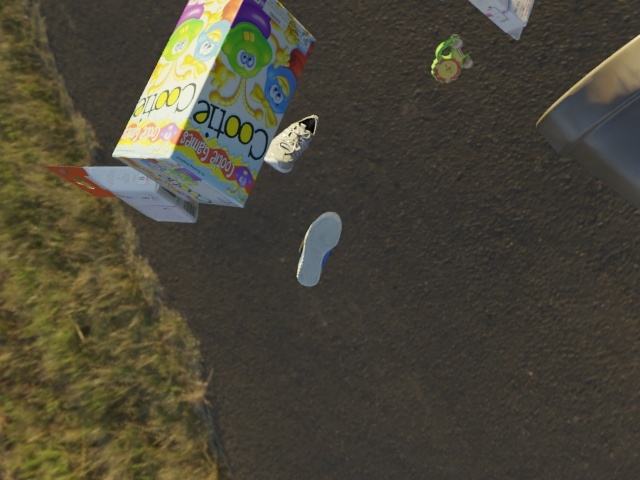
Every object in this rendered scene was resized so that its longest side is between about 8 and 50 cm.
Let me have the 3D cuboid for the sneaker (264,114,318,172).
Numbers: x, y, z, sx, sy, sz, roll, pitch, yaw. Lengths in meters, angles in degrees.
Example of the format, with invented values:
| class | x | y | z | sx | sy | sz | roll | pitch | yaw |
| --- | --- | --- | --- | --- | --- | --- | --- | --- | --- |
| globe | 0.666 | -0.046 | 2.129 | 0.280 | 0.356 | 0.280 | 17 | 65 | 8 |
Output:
| class | x | y | z | sx | sy | sz | roll | pitch | yaw |
| --- | --- | --- | --- | --- | --- | --- | --- | --- | --- |
| sneaker | -0.087 | -0.300 | 2.053 | 0.105 | 0.281 | 0.115 | 34 | 126 | -4 |

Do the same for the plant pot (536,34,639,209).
| class | x | y | z | sx | sy | sz | roll | pitch | yaw |
| --- | --- | --- | --- | --- | --- | --- | --- | --- | --- |
| plant pot | 0.538 | -0.161 | 1.024 | 0.323 | 0.323 | 0.280 | -42 | 78 | 43 |

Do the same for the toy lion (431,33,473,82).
| class | x | y | z | sx | sy | sz | roll | pitch | yaw |
| --- | --- | --- | --- | --- | --- | --- | --- | --- | --- |
| toy lion | 0.303 | -0.422 | 1.626 | 0.096 | 0.034 | 0.100 | -27 | 131 | 17 |

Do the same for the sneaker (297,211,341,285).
| class | x | y | z | sx | sy | sz | roll | pitch | yaw |
| --- | --- | --- | --- | --- | --- | --- | --- | --- | --- |
| sneaker | -0.001 | 0.000 | 1.213 | 0.058 | 0.084 | 0.152 | 16 | 122 | -4 |

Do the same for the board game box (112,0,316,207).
| class | x | y | z | sx | sy | sz | roll | pitch | yaw |
| --- | --- | --- | --- | --- | --- | --- | --- | --- | --- |
| board game box | -0.144 | -0.203 | 0.968 | 0.142 | 0.144 | 0.275 | 9 | 72 | 44 |

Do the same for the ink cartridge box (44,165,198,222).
| class | x | y | z | sx | sy | sz | roll | pitch | yaw |
| --- | --- | --- | --- | --- | --- | --- | --- | --- | --- |
| ink cartridge box | -0.373 | -0.086 | 1.309 | 0.233 | 0.189 | 0.066 | -2 | 75 | 12 |

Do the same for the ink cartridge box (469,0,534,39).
| class | x | y | z | sx | sy | sz | roll | pitch | yaw |
| --- | --- | --- | --- | --- | --- | --- | --- | --- | --- |
| ink cartridge box | 0.438 | -0.575 | 1.618 | 0.067 | 0.198 | 0.115 | 0 | 66 | 58 |
